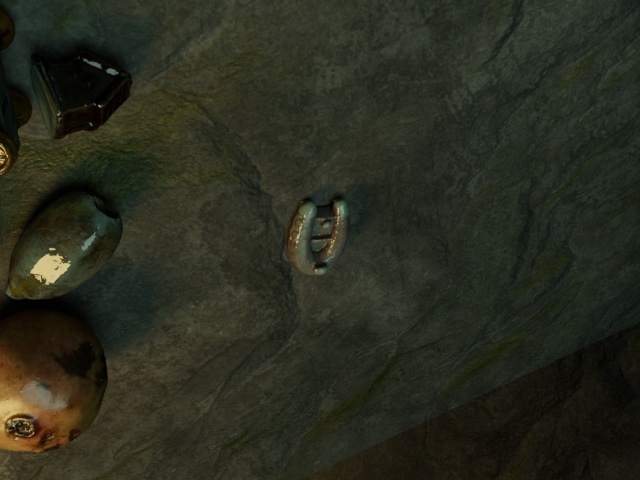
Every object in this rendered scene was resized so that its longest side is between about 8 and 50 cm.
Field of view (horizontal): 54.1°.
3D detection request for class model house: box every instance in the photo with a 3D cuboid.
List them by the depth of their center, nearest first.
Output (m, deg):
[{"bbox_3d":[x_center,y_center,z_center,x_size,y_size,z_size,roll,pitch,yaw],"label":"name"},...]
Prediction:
[{"bbox_3d":[-0.409,-0.251,1.091,0.152,0.106,0.165,-20,174,-26],"label":"model house"}]

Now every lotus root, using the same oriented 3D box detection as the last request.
[{"bbox_3d":[-0.532,0.036,1.258,0.322,0.139,0.158,-42,137,17],"label":"lotus root"}]

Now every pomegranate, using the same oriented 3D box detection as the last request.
[{"bbox_3d":[-0.625,0.308,1.373,0.322,0.322,0.322,-15,136,-15],"label":"pomegranate"}]

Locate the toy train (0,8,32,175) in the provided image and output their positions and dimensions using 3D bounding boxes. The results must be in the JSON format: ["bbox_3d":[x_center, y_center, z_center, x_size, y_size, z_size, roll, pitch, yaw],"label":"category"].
[{"bbox_3d":[-0.585,-0.246,0.949,0.232,0.163,0.369,0,132,-11],"label":"toy train"}]

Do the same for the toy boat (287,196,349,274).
[{"bbox_3d":[0.000,0.000,1.544,0.155,0.085,0.227,-7,133,-24],"label":"toy boat"}]
